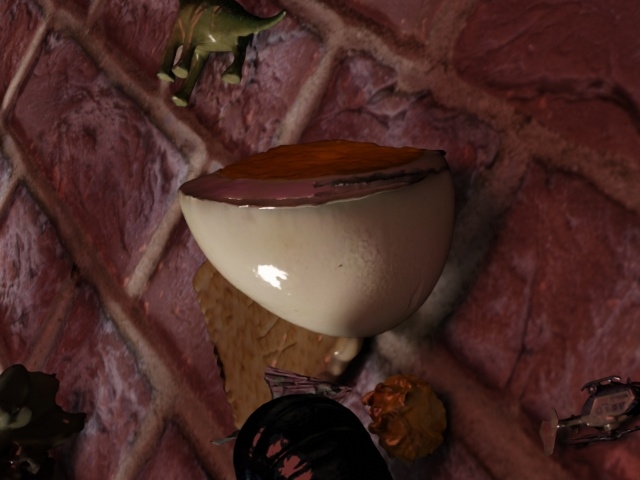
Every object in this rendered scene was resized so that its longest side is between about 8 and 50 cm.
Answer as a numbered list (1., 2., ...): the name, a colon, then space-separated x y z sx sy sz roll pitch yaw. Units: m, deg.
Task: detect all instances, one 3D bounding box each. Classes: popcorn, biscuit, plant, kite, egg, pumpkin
1. popcorn: 0.077 0.164 1.240 0.057 0.083 0.082 -30 73 41
2. biscuit: -0.052 0.076 1.509 0.217 0.044 0.325 -52 36 23
3. plant: -0.460 0.309 1.796 0.312 0.215 0.213 -53 39 14
4. kite: -0.039 0.177 1.371 0.157 0.139 0.011 -22 36 -6
5. egg: -0.003 0.001 1.329 0.286 0.264 0.174 10 109 45
6. pumpkin: -0.003 0.233 1.232 0.150 0.194 0.194 -10 52 5

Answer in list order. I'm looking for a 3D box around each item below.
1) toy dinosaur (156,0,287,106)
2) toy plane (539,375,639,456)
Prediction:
1. toy dinosaur: -0.140 -0.343 1.875 0.447 0.087 0.300 -11 55 50
2. toy plane: 0.224 0.141 1.089 0.121 0.031 0.049 -23 61 43
